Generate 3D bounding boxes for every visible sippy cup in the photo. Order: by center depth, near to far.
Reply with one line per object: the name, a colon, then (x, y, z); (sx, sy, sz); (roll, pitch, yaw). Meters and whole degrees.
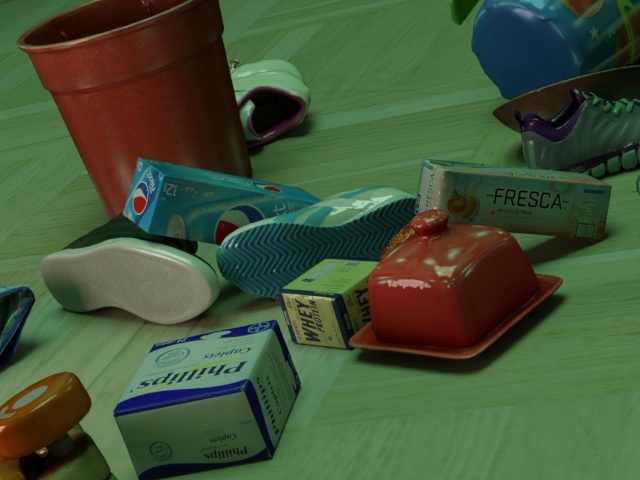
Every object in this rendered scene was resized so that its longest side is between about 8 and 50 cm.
sippy cup: (0.314, -0.284, 2.026); (0.224, 0.240, 0.305); (-43, 7, -32)

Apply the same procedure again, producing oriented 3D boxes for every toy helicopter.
toy helicopter: (-0.301, 0.223, 1.347); (0.235, 0.140, 0.355); (-36, 14, -21)

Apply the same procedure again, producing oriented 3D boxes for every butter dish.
butter dish: (0.113, 0.028, 1.474); (0.160, 0.118, 0.160); (4, 28, 44)

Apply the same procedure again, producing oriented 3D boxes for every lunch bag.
lunch bag: (-0.400, 0.098, 1.759); (0.129, 0.096, 0.151); (2, 37, 44)

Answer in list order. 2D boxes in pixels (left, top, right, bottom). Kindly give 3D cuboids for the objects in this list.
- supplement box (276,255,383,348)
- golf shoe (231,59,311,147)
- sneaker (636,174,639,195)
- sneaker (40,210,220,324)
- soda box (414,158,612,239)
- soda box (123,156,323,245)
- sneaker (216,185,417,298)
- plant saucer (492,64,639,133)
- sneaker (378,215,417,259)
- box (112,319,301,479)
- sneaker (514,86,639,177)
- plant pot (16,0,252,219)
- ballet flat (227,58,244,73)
supplement box: (0.019, 0.059, 1.562); (0.083, 0.056, 0.083); (3, 28, 45)
golf shoe: (-0.157, -0.169, 2.258); (0.306, 0.115, 0.140); (-21, 23, -6)
sneaker: (0.361, -0.044, 1.518); (0.122, 0.110, 0.283); (-23, 9, 23)
sneaker: (-0.178, 0.012, 1.782); (0.147, 0.104, 0.296); (-38, 23, -34)
soda box: (0.189, -0.040, 1.577); (0.183, 0.058, 0.063); (5, 12, -19)
soda box: (-0.100, -0.033, 1.736); (0.210, 0.067, 0.071); (9, 13, -32)
sneaker: (0.000, 0.000, 1.708); (0.229, 0.087, 0.092); (-12, 17, -10)
plant saucer: (0.298, -0.156, 1.855); (0.199, 0.036, 0.198); (-13, -5, -1)
sneaker: (0.116, -0.001, 1.638); (0.175, 0.067, 0.064); (-47, 5, -26)
box: (-0.098, 0.139, 1.423); (0.126, 0.072, 0.137); (-13, 21, 16)
sneaker: (0.323, -0.130, 1.750); (0.224, 0.098, 0.083); (-19, 20, -5)
plant pot: (-0.222, -0.176, 2.094); (0.272, 0.265, 0.272); (-15, 19, 5)
ballet flat: (-0.197, -0.193, 2.427); (0.241, 0.091, 0.077); (-31, 53, -23)
